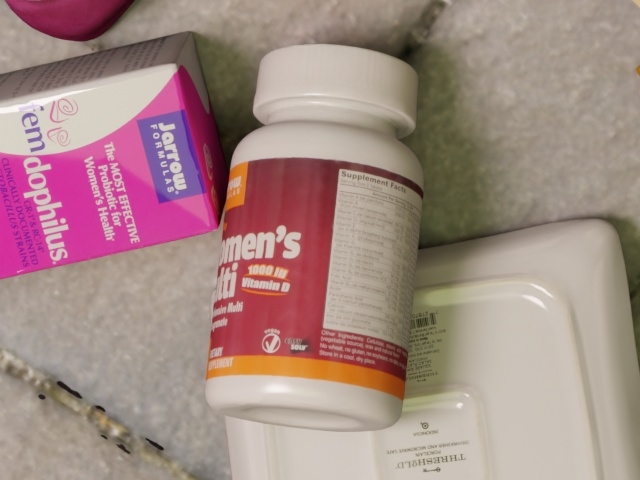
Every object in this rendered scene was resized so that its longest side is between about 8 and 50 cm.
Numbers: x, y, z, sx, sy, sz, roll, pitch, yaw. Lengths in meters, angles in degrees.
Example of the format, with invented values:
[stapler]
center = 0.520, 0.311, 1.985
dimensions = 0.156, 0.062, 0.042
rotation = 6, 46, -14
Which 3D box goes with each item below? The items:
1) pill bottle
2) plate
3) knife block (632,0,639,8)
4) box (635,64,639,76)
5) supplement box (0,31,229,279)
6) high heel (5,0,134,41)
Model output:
[pill bottle]
center = 0.000, 0.000, 1.171
dimensions = 0.121, 0.121, 0.221
rotation = 6, 77, 0
[plate]
center = 0.071, 0.133, 1.211
dimensions = 0.277, 0.045, 0.278
rotation = -10, 74, 10
[knife block]
center = 0.203, -0.157, 1.090
dimensions = 0.276, 0.088, 0.242
rotation = 0, 103, 5
[box]
center = 0.254, -0.139, 1.179
dimensions = 0.028, 0.081, 0.136
rotation = 41, 105, -10
[supplement box]
center = -0.177, -0.048, 1.207
dimensions = 0.220, 0.114, 0.111
rotation = -13, 105, 4
[high heel]
center = -0.069, -0.288, 1.162
dimensions = 0.377, 0.181, 0.127
rotation = -45, 71, -2
